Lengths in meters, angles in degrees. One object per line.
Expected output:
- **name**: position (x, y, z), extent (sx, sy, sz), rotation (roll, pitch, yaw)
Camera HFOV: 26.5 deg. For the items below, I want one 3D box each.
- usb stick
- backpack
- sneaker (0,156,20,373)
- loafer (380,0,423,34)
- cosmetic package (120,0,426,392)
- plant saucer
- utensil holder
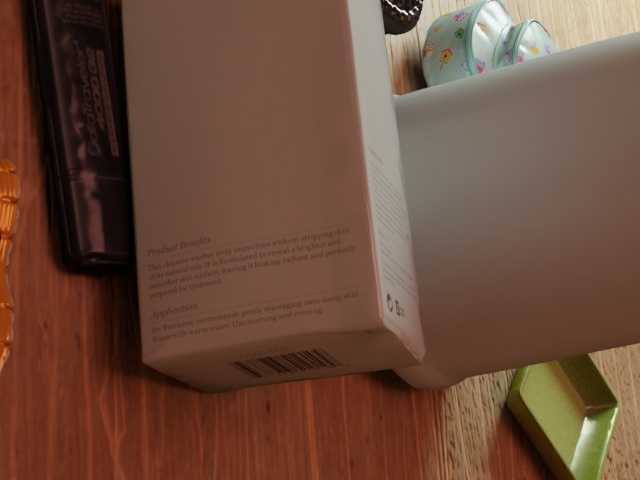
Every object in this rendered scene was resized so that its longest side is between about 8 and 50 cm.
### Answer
- **usb stick**: position (-0.204, -0.105, 1.164), extent (0.077, 0.045, 0.278), rotation (3, 72, -46)
- **backpack**: position (0.216, -0.204, 1.694), extent (0.188, 0.144, 0.166), rotation (47, 47, -25)
- **sneaker**: position (-0.272, 0.033, 0.987), extent (0.083, 0.084, 0.214), rotation (15, 58, -35)
- **loafer**: position (-0.060, -0.302, 1.331), extent (0.366, 0.130, 0.133), rotation (38, 51, -30)
- **cosmetic package**: position (-0.045, -0.077, 1.191), extent (0.156, 0.217, 0.384), rotation (45, 39, -65)
- **plant saucer**: position (0.295, 0.202, 1.688), extent (0.188, 0.045, 0.188), rotation (55, 38, -20)
- **utensil holder**: position (0.255, -0.038, 1.409), extent (0.327, 0.386, 0.327), rotation (39, 44, -51)
